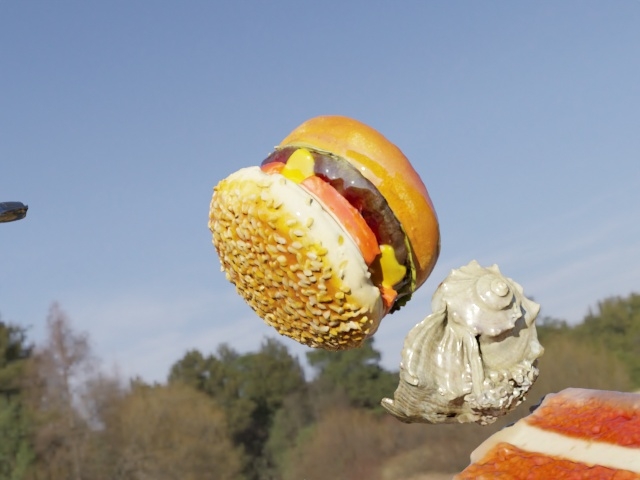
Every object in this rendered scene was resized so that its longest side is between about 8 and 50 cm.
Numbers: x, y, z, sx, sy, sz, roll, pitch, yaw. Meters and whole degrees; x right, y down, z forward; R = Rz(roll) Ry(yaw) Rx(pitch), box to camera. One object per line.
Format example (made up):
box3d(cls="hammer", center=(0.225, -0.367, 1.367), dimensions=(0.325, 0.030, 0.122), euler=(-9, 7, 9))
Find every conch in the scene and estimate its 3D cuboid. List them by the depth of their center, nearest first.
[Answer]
box3d(cls="conch", center=(0.150, 0.134, 1.165), dimensions=(0.178, 0.163, 0.245), euler=(-6, -36, -22))

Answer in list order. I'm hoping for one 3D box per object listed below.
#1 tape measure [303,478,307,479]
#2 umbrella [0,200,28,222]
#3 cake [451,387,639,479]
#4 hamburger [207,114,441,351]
box3d(cls="tape measure", center=(-0.082, 0.404, 1.542), dimensions=(0.235, 0.115, 0.207), euler=(4, -4, 20))
box3d(cls="umbrella", center=(-0.581, -0.036, 1.693), dimensions=(0.118, 0.118, 0.340), euler=(-14, 3, 20))
box3d(cls="cake", center=(0.298, 0.294, 1.045), dimensions=(0.237, 0.230, 0.309), euler=(-29, 7, -27))
box3d(cls="hamburger", center=(0.000, 0.000, 1.571), dimensions=(0.250, 0.330, 0.330), euler=(-38, 4, -32))
